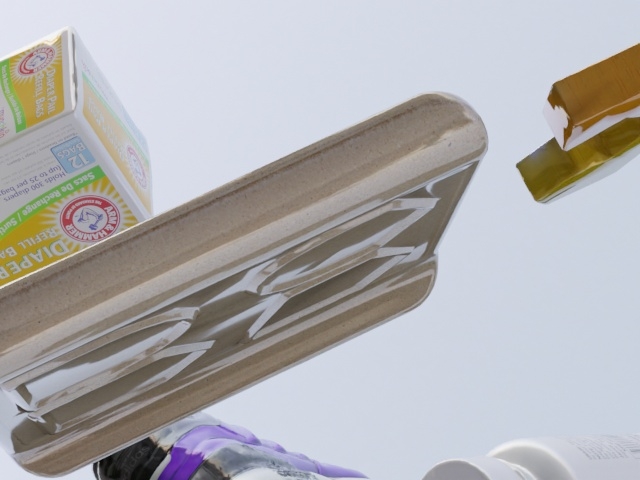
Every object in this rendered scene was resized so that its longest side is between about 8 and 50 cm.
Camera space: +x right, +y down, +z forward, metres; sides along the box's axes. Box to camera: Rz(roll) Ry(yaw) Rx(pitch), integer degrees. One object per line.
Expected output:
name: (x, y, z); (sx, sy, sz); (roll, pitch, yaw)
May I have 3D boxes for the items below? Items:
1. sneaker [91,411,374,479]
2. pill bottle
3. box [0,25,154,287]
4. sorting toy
sneaker: (-0.051, 0.160, 1.214); (0.146, 0.293, 0.102); (29, -94, 25)
pill bottle: (0.184, 0.218, 1.493); (0.131, 0.229, 0.131); (-4, -96, 48)
box: (-0.224, -0.036, 1.272); (0.203, 0.114, 0.103); (-24, -142, 11)
sorting toy: (0.000, 0.000, 0.765); (0.307, 0.229, 0.041); (-25, -104, -7)
